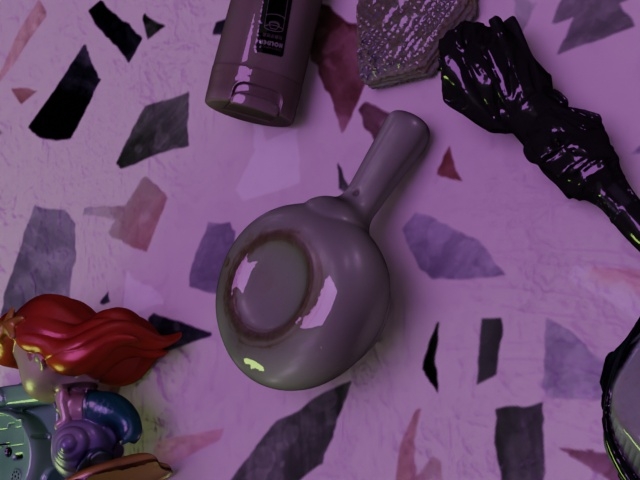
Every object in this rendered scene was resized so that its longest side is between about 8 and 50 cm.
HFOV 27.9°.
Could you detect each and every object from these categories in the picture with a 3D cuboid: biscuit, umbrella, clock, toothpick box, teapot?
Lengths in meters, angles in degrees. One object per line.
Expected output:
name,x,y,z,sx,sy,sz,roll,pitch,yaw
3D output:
biscuit,0.106,-0.305,1.476,0.147,0.046,0.250,-8,75,29
umbrella,0.242,-0.103,1.322,0.118,0.118,0.340,-46,64,15
clock,-0.391,0.278,1.640,0.148,0.060,0.189,-14,73,28
toothpick box,-0.065,-0.233,1.526,0.111,0.111,0.181,10,83,33
teapot,0.023,0.020,1.393,0.318,0.149,0.220,-46,53,15

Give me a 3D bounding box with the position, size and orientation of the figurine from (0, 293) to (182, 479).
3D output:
figurine,-0.274,0.174,1.531,0.208,0.181,0.257,-40,64,41

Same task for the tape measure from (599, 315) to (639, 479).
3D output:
tape measure,0.340,0.158,1.162,0.207,0.115,0.235,-33,59,-15
